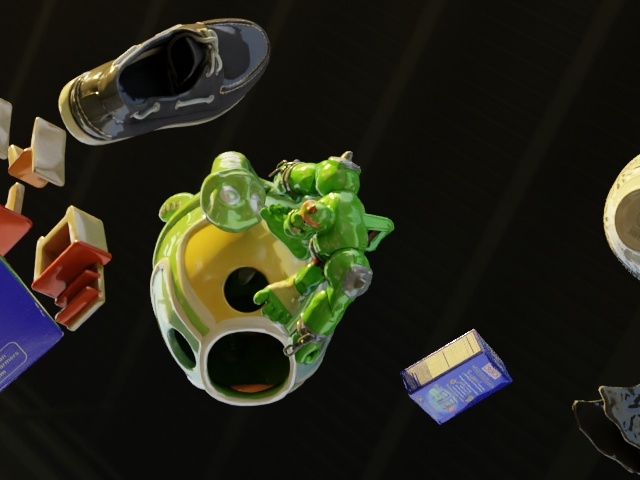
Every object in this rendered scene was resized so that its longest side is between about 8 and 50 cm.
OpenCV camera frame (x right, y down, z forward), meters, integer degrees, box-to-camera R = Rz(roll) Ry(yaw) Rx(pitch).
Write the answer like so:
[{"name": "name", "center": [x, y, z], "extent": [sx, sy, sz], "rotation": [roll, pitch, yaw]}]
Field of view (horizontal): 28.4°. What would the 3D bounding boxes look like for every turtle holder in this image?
[{"name": "turtle holder", "center": [-0.076, 0.050, 1.522], "extent": [0.227, 0.243, 0.320], "rotation": [-94, -152, -50]}]

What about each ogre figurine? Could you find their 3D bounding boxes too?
[{"name": "ogre figurine", "center": [0.000, 0.000, 1.162], "extent": [0.118, 0.096, 0.197], "rotation": [-37, -150, 44]}]

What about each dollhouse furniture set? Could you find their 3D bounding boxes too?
[{"name": "dollhouse furniture set", "center": [-0.381, -0.007, 1.507], "extent": [0.262, 0.259, 0.135], "rotation": [-41, -141, 28]}]

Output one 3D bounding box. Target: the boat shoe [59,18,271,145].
[{"name": "boat shoe", "center": [-0.099, -0.125, 0.950], "extent": [0.065, 0.206, 0.075], "rotation": [-19, -83, 46]}]

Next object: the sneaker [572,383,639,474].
[{"name": "sneaker", "center": [0.220, 0.093, 0.700], "extent": [0.089, 0.170, 0.051], "rotation": [63, -33, 6]}]

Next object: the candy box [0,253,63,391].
[{"name": "candy box", "center": [-0.362, 0.024, 0.786], "extent": [0.268, 0.317, 0.122], "rotation": [-41, -140, -13]}]

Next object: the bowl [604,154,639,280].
[{"name": "bowl", "center": [0.379, -0.024, 1.414], "extent": [0.170, 0.080, 0.170], "rotation": [2, -87, 41]}]

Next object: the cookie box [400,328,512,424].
[{"name": "cookie box", "center": [0.166, 0.167, 1.541], "extent": [0.107, 0.092, 0.040], "rotation": [-32, -133, 11]}]
